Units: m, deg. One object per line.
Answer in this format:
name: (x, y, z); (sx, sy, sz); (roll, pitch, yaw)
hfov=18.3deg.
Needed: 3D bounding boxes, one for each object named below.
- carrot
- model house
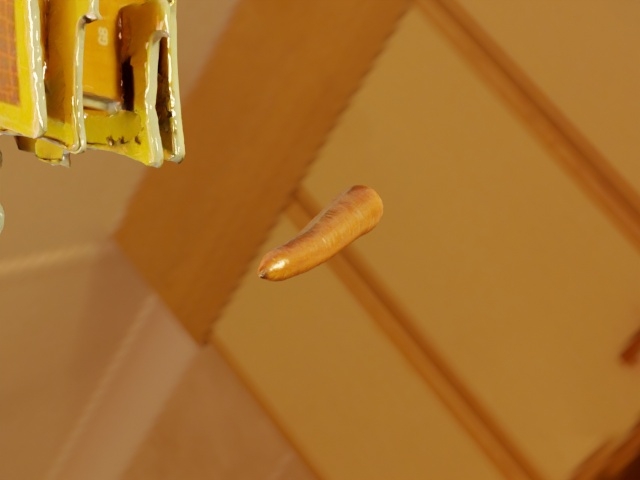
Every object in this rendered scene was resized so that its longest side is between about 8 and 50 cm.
carrot: (0.000, 0.000, 1.429); (0.037, 0.037, 0.190); (-54, -7, 28)
model house: (-0.261, -0.124, 1.347); (0.358, 0.313, 0.242); (-47, -32, 22)
